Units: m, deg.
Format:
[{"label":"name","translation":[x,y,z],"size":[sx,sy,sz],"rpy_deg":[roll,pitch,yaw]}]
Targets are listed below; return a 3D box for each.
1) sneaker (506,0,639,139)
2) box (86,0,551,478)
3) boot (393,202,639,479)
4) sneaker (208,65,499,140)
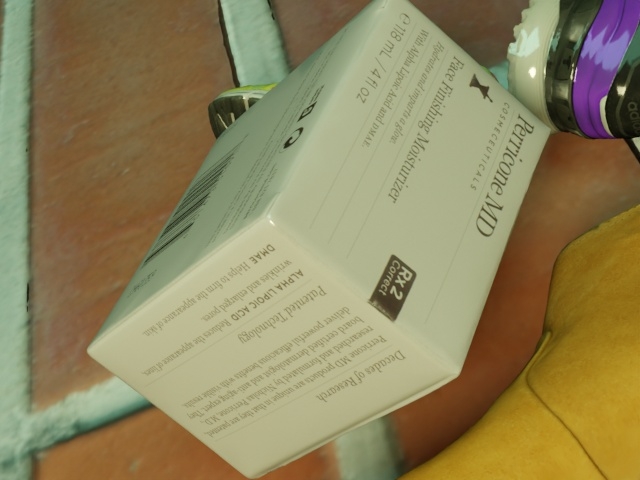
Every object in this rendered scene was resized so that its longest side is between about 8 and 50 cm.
[{"label":"sneaker","translation":[0.237,-0.166,0.838],"size":[0.146,0.102,0.293],"rpy_deg":[10,56,35]},{"label":"box","translation":[0.000,0.000,0.710],"size":[0.182,0.119,0.181],"rpy_deg":[-35,22,46]},{"label":"boot","translation":[0.116,0.077,0.633],"size":[0.295,0.104,0.211],"rpy_deg":[-16,32,11]},{"label":"sneaker","translation":[0.024,-0.079,0.890],"size":[0.208,0.081,0.094],"rpy_deg":[6,41,29]}]
